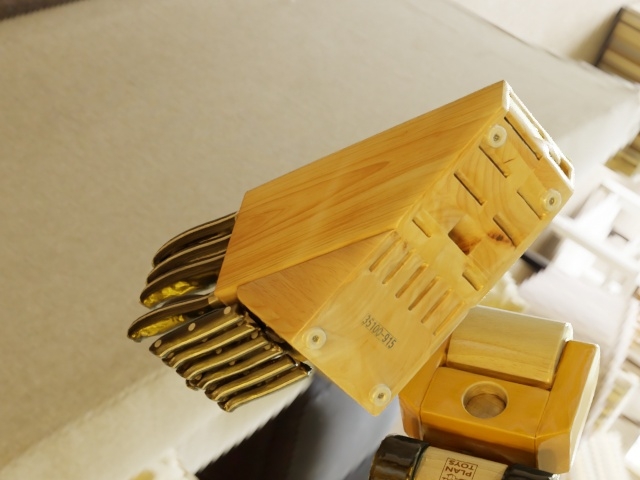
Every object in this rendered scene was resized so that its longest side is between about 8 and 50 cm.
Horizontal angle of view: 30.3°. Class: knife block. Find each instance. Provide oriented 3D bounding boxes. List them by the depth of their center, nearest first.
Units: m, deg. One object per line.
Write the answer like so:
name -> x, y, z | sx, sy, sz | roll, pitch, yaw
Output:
knife block -> 0.000, 0.000, 0.796 | 0.275, 0.242, 0.088 | -48, 123, -4

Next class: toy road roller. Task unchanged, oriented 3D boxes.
toy road roller -> 0.198, 0.262, 1.403 | 0.240, 0.203, 0.329 | 77, 32, -46

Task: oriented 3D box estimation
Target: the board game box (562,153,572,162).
board game box -> 0.198, -0.056, 1.327 | 0.154, 0.103, 0.026 | -57, -166, -1
